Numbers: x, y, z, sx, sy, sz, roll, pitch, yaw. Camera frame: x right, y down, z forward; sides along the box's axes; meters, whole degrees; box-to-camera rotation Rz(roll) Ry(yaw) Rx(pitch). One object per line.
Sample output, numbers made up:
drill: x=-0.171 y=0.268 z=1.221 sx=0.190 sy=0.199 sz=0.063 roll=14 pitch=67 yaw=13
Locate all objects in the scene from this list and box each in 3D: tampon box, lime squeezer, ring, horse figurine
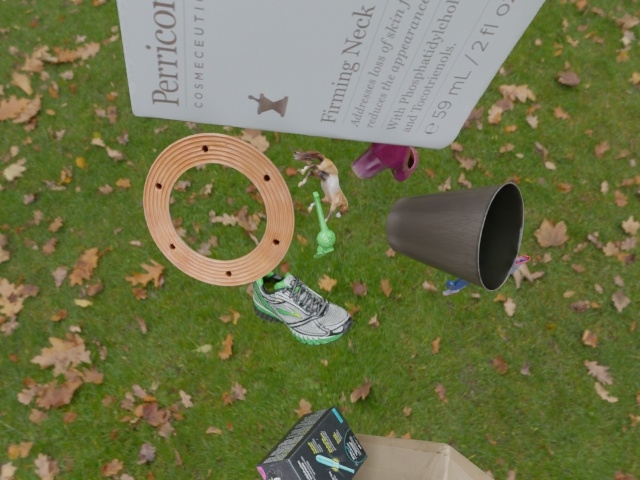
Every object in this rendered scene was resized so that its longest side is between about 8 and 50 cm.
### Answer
tampon box: x=-0.014 y=0.416 z=0.857 sx=0.161 sy=0.101 sz=0.120 roll=-29 pitch=87 yaw=-51
lime squeezer: x=0.000 y=0.000 z=1.384 sx=0.059 sy=0.310 sz=0.110 roll=-33 pitch=59 yaw=-23
ring: x=-0.217 y=-0.060 z=0.975 sx=0.337 sy=0.336 sz=0.032 roll=9 pitch=22 yaw=7
horse figurine: x=0.011 y=-0.171 z=1.408 sx=0.066 sy=0.263 sz=0.174 roll=-2 pitch=26 yaw=44

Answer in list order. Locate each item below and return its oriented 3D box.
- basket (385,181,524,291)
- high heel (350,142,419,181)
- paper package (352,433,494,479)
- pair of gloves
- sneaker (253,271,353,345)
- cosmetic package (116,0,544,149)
basket: x=0.258 y=-0.021 z=0.910 sx=0.227 sy=0.154 sz=0.204 roll=11 pitch=83 yaw=48
high heel: x=0.155 y=-0.169 z=0.826 sx=0.244 sy=0.117 sz=0.082 roll=-13 pitch=73 yaw=-53
paper package: x=0.223 y=0.551 z=0.919 sx=0.325 sy=0.309 sz=0.168 roll=43 pitch=54 yaw=-18
pair of gloves: x=0.362 y=0.080 z=1.023 sx=0.198 sy=0.159 sz=0.023 roll=-12 pitch=69 yaw=-15
sneaker: x=-0.065 y=0.180 z=1.267 sx=0.344 sy=0.146 sz=0.134 roll=16 pitch=38 yaw=31
cosmetic package: x=0.001 y=-0.342 z=0.501 sx=0.394 sy=0.329 sz=0.327 roll=3 pitch=58 yaw=-13
